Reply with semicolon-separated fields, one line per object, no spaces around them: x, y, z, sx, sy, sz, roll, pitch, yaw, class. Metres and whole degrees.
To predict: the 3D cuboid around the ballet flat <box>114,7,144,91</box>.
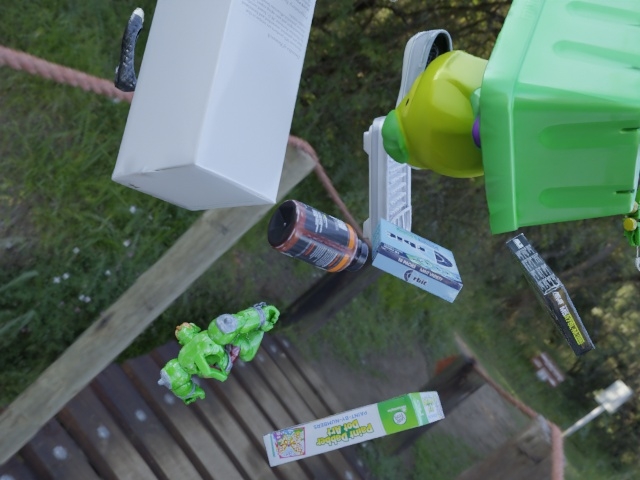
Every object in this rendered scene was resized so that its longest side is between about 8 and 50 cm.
-0.367;-0.372;1.378;0.049;0.173;0.057;10;-8;-10;ballet flat

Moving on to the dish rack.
0.158;-0.137;1.651;0.285;0.072;0.332;-32;124;-69;dish rack

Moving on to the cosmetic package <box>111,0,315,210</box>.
-0.144;-0.238;0.988;0.197;0.365;0.155;0;-15;42;cosmetic package

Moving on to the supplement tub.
0.000;0.000;1.380;0.198;0.106;0.106;24;22;-33;supplement tub

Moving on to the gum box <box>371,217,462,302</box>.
0.171;0.032;1.277;0.157;0.041;0.184;26;17;-4;gum box

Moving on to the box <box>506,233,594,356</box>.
0.444;0.104;1.360;0.184;0.045;0.190;56;9;-29;box

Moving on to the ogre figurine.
-0.154;0.162;1.014;0.118;0.197;0.096;31;36;-66;ogre figurine

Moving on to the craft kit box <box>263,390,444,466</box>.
0.066;0.308;1.164;0.250;0.247;0.061;30;40;-68;craft kit box

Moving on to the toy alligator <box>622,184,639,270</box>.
0.695;-0.029;1.558;0.056;0.189;0.051;1;3;-24;toy alligator

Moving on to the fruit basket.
0.242;-0.200;0.926;0.392;0.392;0.283;58;-9;43;fruit basket

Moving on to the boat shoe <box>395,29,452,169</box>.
0.174;-0.231;1.140;0.079;0.227;0.081;3;0;-25;boat shoe
